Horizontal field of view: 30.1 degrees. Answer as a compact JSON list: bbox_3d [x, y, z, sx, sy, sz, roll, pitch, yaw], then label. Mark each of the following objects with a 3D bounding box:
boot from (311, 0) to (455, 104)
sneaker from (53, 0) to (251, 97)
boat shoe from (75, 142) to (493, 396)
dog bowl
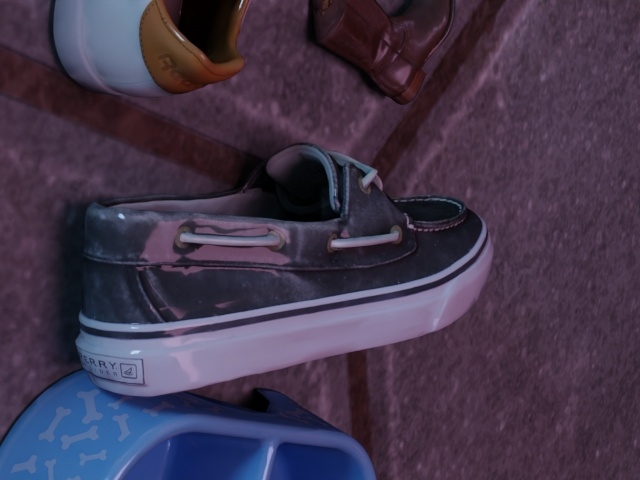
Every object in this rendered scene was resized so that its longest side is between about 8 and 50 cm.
[{"bbox_3d":[0.043,-0.162,0.822,0.114,0.037,0.106,31,72,-45],"label":"boot"},{"bbox_3d":[-0.052,-0.216,0.618,0.106,0.123,0.290,5,93,-50],"label":"sneaker"},{"bbox_3d":[0.000,0.000,0.732,0.335,0.121,0.119,-16,112,-48],"label":"boat shoe"},{"bbox_3d":[-0.068,0.172,0.727,0.297,0.074,0.166,19,83,-51],"label":"dog bowl"}]
